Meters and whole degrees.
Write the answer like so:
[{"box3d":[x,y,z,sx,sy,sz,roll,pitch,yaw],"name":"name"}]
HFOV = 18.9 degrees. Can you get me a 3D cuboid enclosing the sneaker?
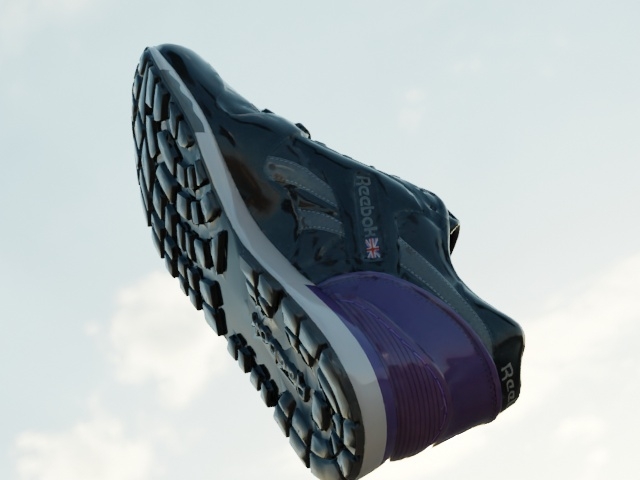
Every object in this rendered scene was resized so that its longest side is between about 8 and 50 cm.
[{"box3d":[0.000,0.000,0.997,0.124,0.283,0.107,-16,-37,-25],"name":"sneaker"}]
